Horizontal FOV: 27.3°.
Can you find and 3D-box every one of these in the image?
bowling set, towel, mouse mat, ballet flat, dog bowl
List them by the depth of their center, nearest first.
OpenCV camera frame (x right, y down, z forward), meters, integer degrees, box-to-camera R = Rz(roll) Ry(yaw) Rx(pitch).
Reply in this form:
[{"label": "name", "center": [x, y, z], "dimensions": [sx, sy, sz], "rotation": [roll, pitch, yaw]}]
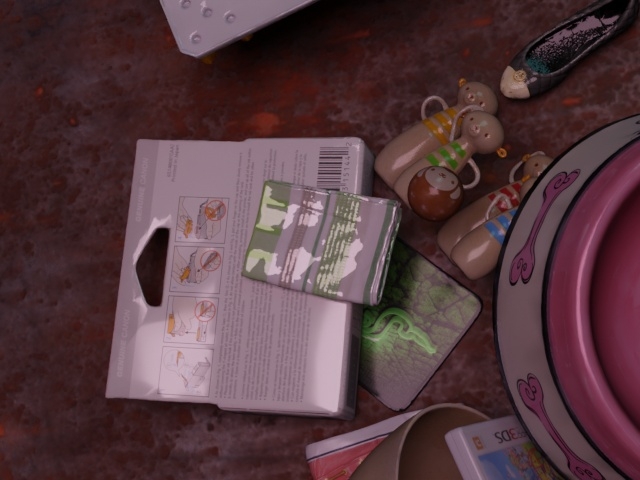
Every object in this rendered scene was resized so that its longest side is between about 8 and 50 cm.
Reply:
[{"label": "dog bowl", "center": [0.369, 0.067, 1.190], "dimensions": [0.408, 0.150, 0.408], "rotation": [1, 84, -6]}, {"label": "bowling set", "center": [0.176, -0.046, 1.313], "dimensions": [0.154, 0.200, 0.287], "rotation": [-40, 76, 2]}, {"label": "towel", "center": [0.000, 0.000, 1.359], "dimensions": [0.152, 0.023, 0.113], "rotation": [11, 79, 17]}, {"label": "ballet flat", "center": [0.261, -0.212, 1.397], "dimensions": [0.173, 0.049, 0.057], "rotation": [-37, 71, 4]}, {"label": "mouse mat", "center": [0.059, 0.072, 1.411], "dimensions": [0.190, 0.007, 0.152], "rotation": [37, 89, 19]}]

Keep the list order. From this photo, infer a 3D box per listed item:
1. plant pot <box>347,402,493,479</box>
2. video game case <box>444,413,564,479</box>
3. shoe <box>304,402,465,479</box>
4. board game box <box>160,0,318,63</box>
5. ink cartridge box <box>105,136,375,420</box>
[{"label": "plant pot", "center": [0.099, 0.322, 1.232], "dimensions": [0.191, 0.284, 0.284], "rotation": [-35, 70, 31]}, {"label": "video game case", "center": [0.216, 0.264, 1.238], "dimensions": [0.023, 0.193, 0.212], "rotation": [-34, 71, 32]}, {"label": "shoe", "center": [0.074, 0.226, 1.348], "dimensions": [0.178, 0.063, 0.081], "rotation": [-20, 76, 15]}, {"label": "board game box", "center": [-0.032, -0.433, 1.414], "dimensions": [0.390, 0.050, 0.390], "rotation": [-25, 73, 7]}, {"label": "ink cartridge box", "center": [-0.083, 0.037, 1.419], "dimensions": [0.261, 0.066, 0.296], "rotation": [2, 77, 16]}]
